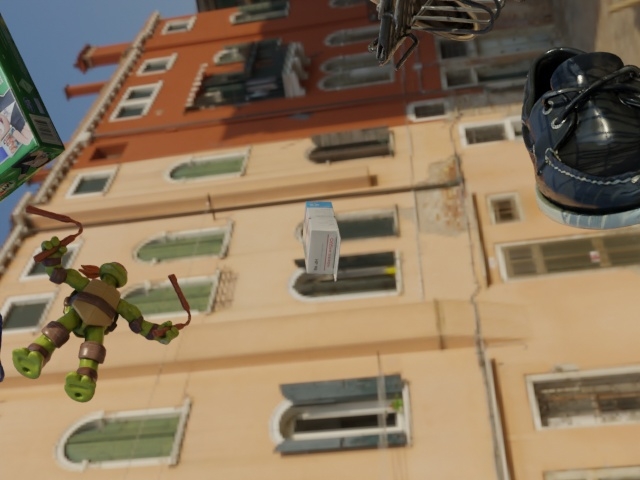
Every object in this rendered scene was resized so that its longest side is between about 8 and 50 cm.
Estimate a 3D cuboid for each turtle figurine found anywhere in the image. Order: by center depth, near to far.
[{"bbox_3d":[-0.314,0.090,1.039,0.269,0.087,0.217,39,-139,-17],"label":"turtle figurine"}]

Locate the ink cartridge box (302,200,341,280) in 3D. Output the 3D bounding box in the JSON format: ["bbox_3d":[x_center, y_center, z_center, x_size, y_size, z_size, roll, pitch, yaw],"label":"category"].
[{"bbox_3d":[0.000,0.000,1.663,0.180,0.060,0.104,-102,15,-63],"label":"ink cartridge box"}]

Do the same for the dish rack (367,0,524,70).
[{"bbox_3d":[0.098,-0.225,0.474,0.271,0.074,0.208,-57,-24,-52],"label":"dish rack"}]

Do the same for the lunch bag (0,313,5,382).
[{"bbox_3d":[-0.834,0.141,1.477,0.328,0.385,0.239,86,166,-44],"label":"lunch bag"}]

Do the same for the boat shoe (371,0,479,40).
[{"bbox_3d":[0.157,-0.479,1.474,0.122,0.341,0.110,-59,25,23],"label":"boat shoe"}]

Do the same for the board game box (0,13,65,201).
[{"bbox_3d":[-0.440,-0.178,0.904,0.317,0.213,0.046,62,-160,13],"label":"board game box"}]

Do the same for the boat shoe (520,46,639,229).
[{"bbox_3d":[0.235,-0.109,0.685,0.340,0.127,0.113,-60,-48,-65],"label":"boat shoe"}]
